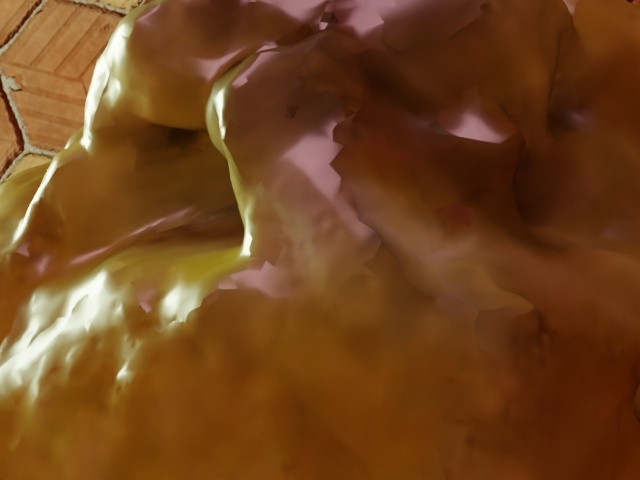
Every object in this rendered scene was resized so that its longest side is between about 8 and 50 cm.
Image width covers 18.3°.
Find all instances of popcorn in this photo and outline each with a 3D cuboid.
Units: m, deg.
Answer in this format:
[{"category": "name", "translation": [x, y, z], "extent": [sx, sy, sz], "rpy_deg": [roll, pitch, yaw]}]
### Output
[{"category": "popcorn", "translation": [0.023, 0.060, 0.855], "extent": [0.390, 0.344, 0.354], "rpy_deg": [-50, -13, 15]}]

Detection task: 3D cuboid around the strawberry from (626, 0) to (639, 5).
[{"category": "strawberry", "translation": [0.239, -0.066, 1.063], "extent": [0.343, 0.292, 0.292], "rpy_deg": [-53, -11, 27]}]
